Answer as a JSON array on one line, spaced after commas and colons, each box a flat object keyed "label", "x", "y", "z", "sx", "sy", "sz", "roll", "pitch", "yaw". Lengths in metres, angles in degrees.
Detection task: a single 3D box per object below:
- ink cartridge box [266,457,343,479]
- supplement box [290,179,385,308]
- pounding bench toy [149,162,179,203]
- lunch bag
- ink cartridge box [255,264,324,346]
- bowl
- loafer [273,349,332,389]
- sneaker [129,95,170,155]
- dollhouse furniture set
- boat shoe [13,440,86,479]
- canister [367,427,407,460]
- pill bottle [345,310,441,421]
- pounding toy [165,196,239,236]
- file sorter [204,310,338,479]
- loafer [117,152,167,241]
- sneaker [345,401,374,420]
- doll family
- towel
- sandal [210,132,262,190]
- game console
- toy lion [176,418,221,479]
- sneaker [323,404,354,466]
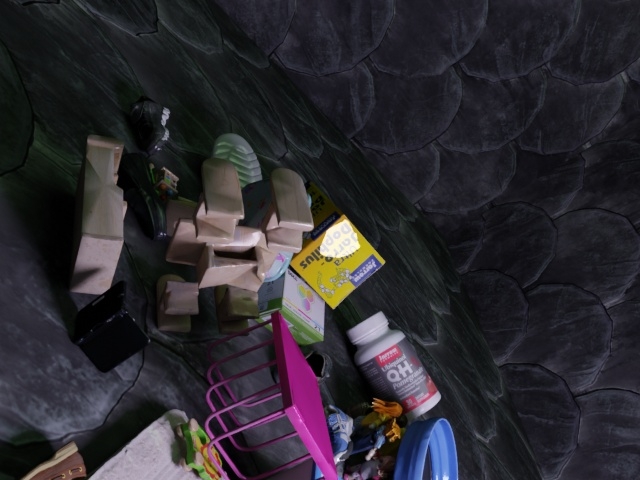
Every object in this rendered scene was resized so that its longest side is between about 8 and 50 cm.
[{"label": "ink cartridge box", "x": 0.044, "y": 0.650, "z": 1.210, "sx": 0.395, "sy": 0.166, "sz": 0.285, "roll": 49, "pitch": 22, "yaw": -20}, {"label": "supplement box", "x": 0.000, "y": 0.000, "z": 1.843, "sx": 0.195, "sy": 0.194, "sz": 0.356, "roll": 47, "pitch": 1, "yaw": -25}, {"label": "pounding bench toy", "x": -0.394, "y": -0.141, "z": 1.583, "sx": 0.083, "sy": 0.052, "sz": 0.065, "roll": 41, "pitch": 25, "yaw": -35}, {"label": "lunch bag", "x": -0.150, "y": -0.028, "z": 1.645, "sx": 0.108, "sy": 0.224, "sz": 0.279, "roll": 39, "pitch": 56, "yaw": -33}, {"label": "ink cartridge box", "x": -0.075, "y": 0.128, "z": 1.738, "sx": 0.189, "sy": 0.097, "sz": 0.255, "roll": 43, "pitch": 39, "yaw": -41}, {"label": "bowl", "x": 0.263, "y": 0.638, "z": 1.620, "sx": 0.391, "sy": 0.077, "sz": 0.391, "roll": -1, "pitch": 90, "yaw": -65}, {"label": "loafer", "x": -0.021, "y": 0.329, "z": 1.668, "sx": 0.096, "sy": 0.084, "sz": 0.267, "roll": 61, "pitch": 21, "yaw": 13}, {"label": "sneaker", "x": -0.448, "y": -0.301, "z": 1.677, "sx": 0.106, "sy": 0.078, "sz": 0.234, "roll": 39, "pitch": 22, "yaw": -32}, {"label": "dollhouse furniture set", "x": -0.272, "y": -0.027, "z": 1.284, "sx": 0.394, "sy": 0.362, "sz": 0.256, "roll": 7, "pitch": 46, "yaw": -25}, {"label": "boat shoe", "x": -0.379, "y": 0.336, "z": 0.879, "sx": 0.060, "sy": 0.064, "sz": 0.178, "roll": 55, "pitch": 18, "yaw": 2}, {"label": "canister", "x": 0.220, "y": 0.570, "z": 1.792, "sx": 0.170, "sy": 0.126, "sz": 0.073, "roll": 35, "pitch": 29, "yaw": -41}, {"label": "pill bottle", "x": 0.212, "y": 0.383, "z": 1.982, "sx": 0.318, "sy": 0.176, "sz": 0.176, "roll": 59, "pitch": 20, "yaw": 8}, {"label": "pounding toy", "x": -0.293, "y": -0.040, "z": 1.590, "sx": 0.181, "sy": 0.094, "sz": 0.206, "roll": 19, "pitch": 7, "yaw": 24}, {"label": "file sorter", "x": -0.107, "y": 0.320, "z": 1.242, "sx": 0.290, "sy": 0.182, "sz": 0.202, "roll": -107, "pitch": 173, "yaw": -62}, {"label": "loafer", "x": -0.409, "y": -0.096, "z": 1.470, "sx": 0.078, "sy": 0.076, "sz": 0.223, "roll": -12, "pitch": 72, "yaw": -36}, {"label": "sneaker", "x": 0.150, "y": 0.503, "z": 1.810, "sx": 0.188, "sy": 0.071, "sz": 0.066, "roll": 37, "pitch": 27, "yaw": -40}, {"label": "doll family", "x": 0.136, "y": 0.485, "z": 1.637, "sx": 0.118, "sy": 0.163, "sz": 0.263, "roll": 57, "pitch": 25, "yaw": -11}, {"label": "towel", "x": -0.259, "y": 0.403, "z": 1.071, "sx": 0.187, "sy": 0.049, "sz": 0.282, "roll": 56, "pitch": 20, "yaw": 0}, {"label": "sandal", "x": -0.241, "y": -0.108, "z": 1.830, "sx": 0.169, "sy": 0.102, "sz": 0.416, "roll": 6, "pitch": 64, "yaw": -46}, {"label": "game console", "x": -0.358, "y": 0.148, "z": 1.124, "sx": 0.071, "sy": 0.122, "sz": 0.107, "roll": 40, "pitch": 25, "yaw": -40}, {"label": "toy lion", "x": -0.206, "y": 0.371, "z": 1.137, "sx": 0.096, "sy": 0.034, "sz": 0.100, "roll": 47, "pitch": 18, "yaw": -49}, {"label": "sneaker", "x": 0.030, "y": 0.478, "z": 1.586, "sx": 0.081, "sy": 0.080, "sz": 0.211, "roll": 46, "pitch": 12, "yaw": -8}]
